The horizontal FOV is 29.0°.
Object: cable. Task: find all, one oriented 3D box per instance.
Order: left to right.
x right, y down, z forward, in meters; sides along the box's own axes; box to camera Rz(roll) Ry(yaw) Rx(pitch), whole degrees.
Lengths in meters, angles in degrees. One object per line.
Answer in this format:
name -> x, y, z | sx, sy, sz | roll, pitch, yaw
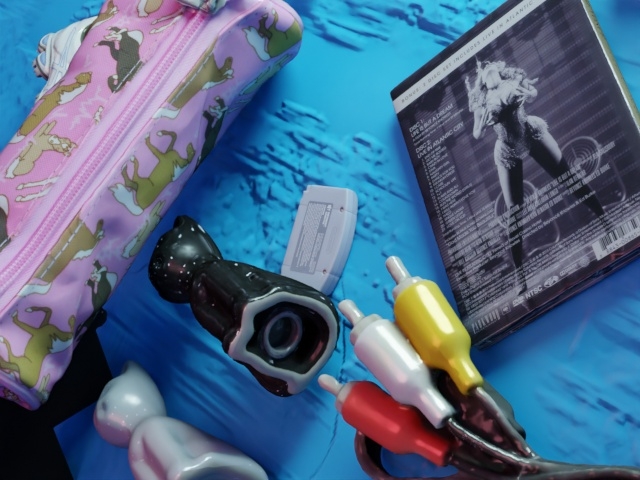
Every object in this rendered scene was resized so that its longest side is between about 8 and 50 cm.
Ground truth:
cable -> 0.099, 0.134, 0.748 | 0.287, 0.072, 0.139 | 41, 109, 44

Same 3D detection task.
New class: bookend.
bookend -> -0.246, 0.146, 1.064 | 0.157, 0.156, 0.072 | -32, 36, -27

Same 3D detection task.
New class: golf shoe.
golf shoe -> -0.227, -0.143, 1.181 | 0.086, 0.069, 0.176 | -29, 56, 26

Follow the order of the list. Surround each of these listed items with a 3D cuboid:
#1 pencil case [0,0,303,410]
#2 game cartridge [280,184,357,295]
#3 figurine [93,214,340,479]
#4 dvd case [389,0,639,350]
pencil case -> -0.175, -0.054, 0.952 | 0.160, 0.167, 0.386 | 25, 74, 34
game cartridge -> 0.000, 0.000, 0.938 | 0.056, 0.017, 0.083 | 9, 81, 49
figurine -> -0.100, 0.102, 0.950 | 0.209, 0.092, 0.215 | 32, 101, 54
dvd case -> 0.136, -0.059, 0.827 | 0.164, 0.018, 0.221 | -36, 53, 31
